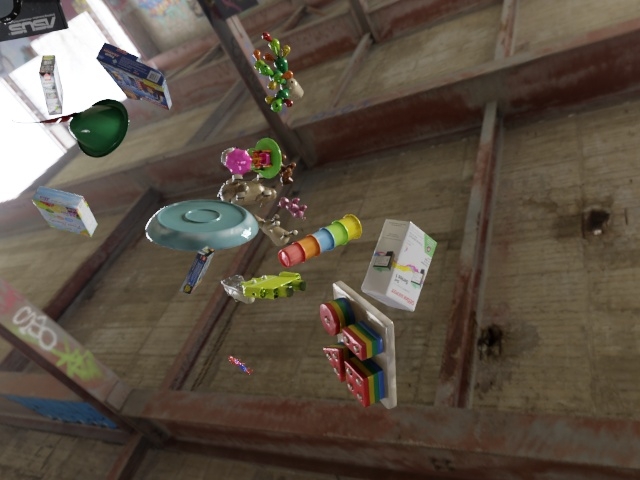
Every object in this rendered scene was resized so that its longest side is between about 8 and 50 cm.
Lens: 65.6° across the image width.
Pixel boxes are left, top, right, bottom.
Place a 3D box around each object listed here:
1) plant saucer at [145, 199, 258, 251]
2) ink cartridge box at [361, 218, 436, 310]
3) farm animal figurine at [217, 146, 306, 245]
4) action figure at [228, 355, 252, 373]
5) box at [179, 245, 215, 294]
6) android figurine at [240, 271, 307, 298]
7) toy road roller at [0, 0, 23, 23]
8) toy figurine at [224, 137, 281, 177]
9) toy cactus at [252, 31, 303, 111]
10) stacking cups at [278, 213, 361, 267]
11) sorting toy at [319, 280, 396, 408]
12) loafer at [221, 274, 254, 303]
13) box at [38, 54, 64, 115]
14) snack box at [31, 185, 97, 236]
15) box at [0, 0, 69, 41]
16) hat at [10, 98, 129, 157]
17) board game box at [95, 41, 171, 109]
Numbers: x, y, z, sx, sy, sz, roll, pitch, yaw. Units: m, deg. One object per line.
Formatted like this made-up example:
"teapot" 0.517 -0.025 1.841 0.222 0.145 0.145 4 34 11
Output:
"plant saucer" -0.336 -0.055 1.420 0.317 0.044 0.318 4 -155 -2
"ink cartridge box" 0.286 0.092 1.788 0.117 0.201 0.279 10 -105 45
"farm animal figurine" -0.224 -0.151 1.826 0.172 0.326 0.331 -30 -127 57
"action figure" -0.295 0.449 1.805 0.038 0.115 0.030 20 -109 49
"box" -0.280 0.066 1.141 0.094 0.027 0.137 -63 -173 3
"android figurine" -0.194 0.178 1.959 0.272 0.056 0.248 3 -166 38
"toy road roller" -0.501 -0.540 0.801 0.329 0.241 0.203 -23 -128 4
"toy figurine" -0.240 -0.257 1.578 0.173 0.130 0.159 8 -165 41
"toy cactus" -0.101 -0.450 1.371 0.112 0.180 0.219 -22 -109 25
"stacking cups" 0.000 0.000 1.688 0.316 0.096 0.096 -24 -155 -36
"sorting toy" 0.085 0.277 1.295 0.089 0.257 0.255 -17 -153 -23
"loafer" -0.373 0.225 2.247 0.101 0.092 0.268 -19 -164 -24
"box" -0.743 -0.433 1.374 0.036 0.114 0.207 -10 -145 -21
"snack box" -0.992 -0.109 1.937 0.174 0.207 0.070 13 -119 1
"box" -0.765 -0.557 0.991 0.394 0.319 0.097 -22 -129 -23
"hat" -0.662 -0.330 1.354 0.173 0.183 0.209 40 -87 19
"board game box" -0.526 -0.463 1.447 0.194 0.194 0.060 132 -19 -77
